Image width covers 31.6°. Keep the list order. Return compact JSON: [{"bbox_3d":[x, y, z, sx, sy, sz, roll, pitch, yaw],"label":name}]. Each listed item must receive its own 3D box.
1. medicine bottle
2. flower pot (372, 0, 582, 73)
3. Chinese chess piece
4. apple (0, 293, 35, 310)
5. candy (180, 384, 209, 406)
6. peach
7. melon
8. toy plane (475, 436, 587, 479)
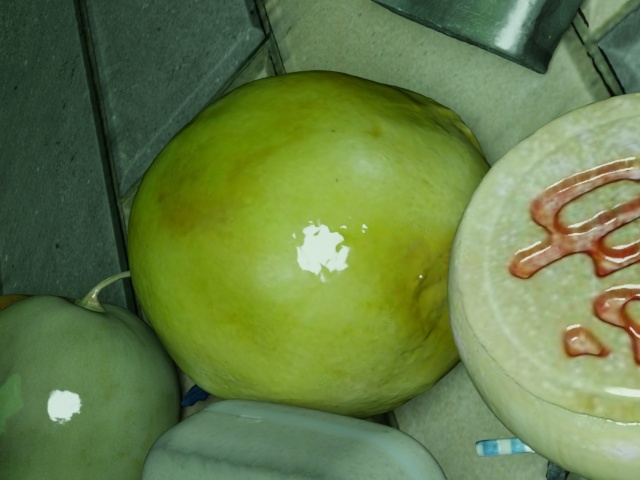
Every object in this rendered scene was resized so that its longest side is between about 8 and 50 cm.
[{"bbox_3d":[-0.005,0.311,0.851,0.282,0.123,0.375,3,107,38],"label":"medicine bottle"},{"bbox_3d":[0.137,-0.234,1.015,0.229,0.103,0.108,37,106,48],"label":"flower pot"},{"bbox_3d":[0.217,0.029,0.737,0.270,0.112,0.270,-12,54,16],"label":"Chinese chess piece"},{"bbox_3d":[-0.405,0.171,1.430,0.173,0.210,0.235,66,162,10],"label":"apple"},{"bbox_3d":[-0.097,0.003,1.231,0.187,0.077,0.331,-30,56,31],"label":"candy"},{"bbox_3d":[-0.007,0.002,0.962,0.315,0.281,0.314,43,104,40],"label":"peach"},{"bbox_3d":[-0.280,0.200,1.234,0.272,0.272,0.308,-7,93,48],"label":"melon"},{"bbox_3d":[0.208,0.201,0.800,0.182,0.107,0.273,-6,82,12],"label":"toy plane"}]
